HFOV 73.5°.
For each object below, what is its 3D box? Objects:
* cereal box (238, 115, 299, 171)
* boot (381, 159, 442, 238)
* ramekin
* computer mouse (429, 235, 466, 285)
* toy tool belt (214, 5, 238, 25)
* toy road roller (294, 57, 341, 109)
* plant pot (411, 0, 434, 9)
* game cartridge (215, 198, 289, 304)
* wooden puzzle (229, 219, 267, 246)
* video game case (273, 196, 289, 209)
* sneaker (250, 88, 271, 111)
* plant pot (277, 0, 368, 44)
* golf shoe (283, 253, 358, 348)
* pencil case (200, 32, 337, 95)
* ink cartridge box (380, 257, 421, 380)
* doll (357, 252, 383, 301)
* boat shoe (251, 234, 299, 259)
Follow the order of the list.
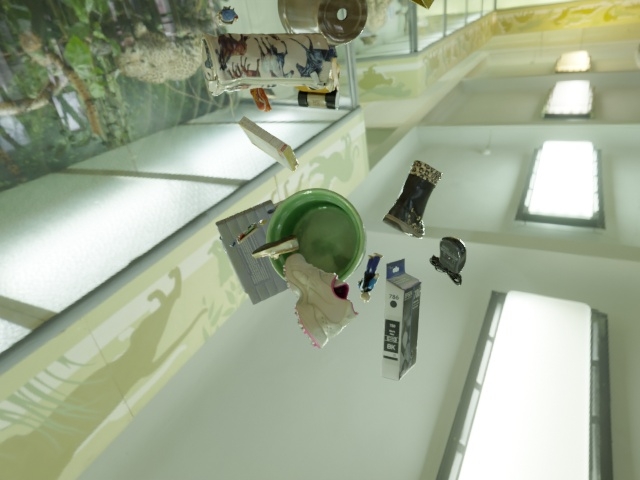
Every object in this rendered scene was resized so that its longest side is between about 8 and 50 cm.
[{"bbox_3d":[-0.202,-0.381,1.705,0.240,0.173,0.047,35,-97,16],"label":"cereal box"},{"bbox_3d":[0.404,-0.165,1.787,0.138,0.284,0.377,30,-170,29],"label":"boot"},{"bbox_3d":[0.000,0.000,1.321,0.303,0.303,0.148,0,177,16],"label":"ramekin"},{"bbox_3d":[0.576,0.064,1.878,0.072,0.272,0.188,-35,-123,-17],"label":"computer mouse"},{"bbox_3d":[-0.280,-0.686,1.301,0.083,0.052,0.051,-33,175,-33],"label":"toy tool belt"},{"bbox_3d":[-0.005,-0.800,2.043,0.202,0.329,0.241,9,-119,14],"label":"toy road roller"},{"bbox_3d":[0.250,-0.634,1.042,0.081,0.083,0.081,18,-153,-53],"label":"plant pot"},{"bbox_3d":[-0.225,0.049,1.603,0.230,0.355,0.068,-22,-156,-6],"label":"game cartridge"},{"bbox_3d":[-0.195,-0.021,1.141,0.116,0.014,0.078,-41,-162,-9],"label":"wooden puzzle"},{"bbox_3d":[-0.160,-0.068,2.283,0.300,0.036,0.329,-24,-109,-1],"label":"video game case"},{"bbox_3d":[-0.278,-0.669,1.983,0.064,0.175,0.067,-24,168,29],"label":"sneaker"},{"bbox_3d":[0.034,-0.837,1.554,0.323,0.323,0.280,-16,-141,-12],"label":"plant pot"},{"bbox_3d":[-0.002,0.121,1.041,0.140,0.115,0.306,-31,-142,4],"label":"golf shoe"},{"bbox_3d":[-0.155,-0.521,1.267,0.410,0.160,0.183,-15,-120,-28],"label":"pencil case"},{"bbox_3d":[0.242,0.225,1.270,0.065,0.333,0.165,4,-173,30],"label":"ink cartridge box"},{"bbox_3d":[0.183,0.139,1.592,0.129,0.046,0.189,-27,-141,58],"label":"doll"},{"bbox_3d":[-0.122,0.028,1.170,0.135,0.045,0.050,-18,-159,15],"label":"boat shoe"}]
